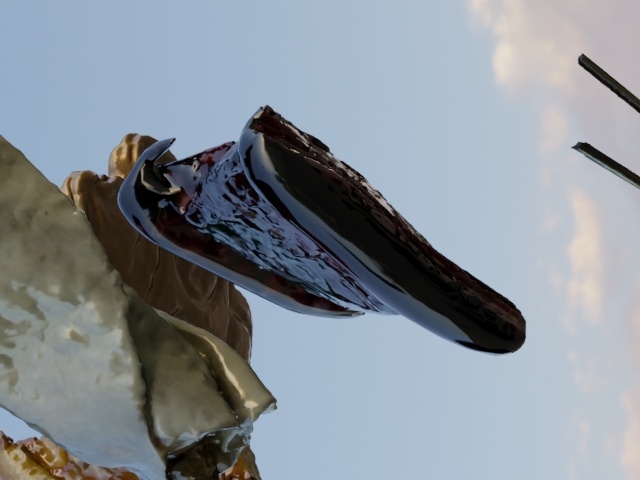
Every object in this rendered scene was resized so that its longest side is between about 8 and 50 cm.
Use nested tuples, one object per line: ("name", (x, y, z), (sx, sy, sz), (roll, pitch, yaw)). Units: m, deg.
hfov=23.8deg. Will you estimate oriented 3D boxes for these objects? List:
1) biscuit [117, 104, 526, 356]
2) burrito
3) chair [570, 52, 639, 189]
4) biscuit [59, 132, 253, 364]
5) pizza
("biscuit", (-0.005, -0.003, 0.723), (0.151, 0.235, 0.063), (39, -106, -15))
("burrito", (-0.184, -0.022, 0.667), (0.392, 0.117, 0.076), (41, -144, -8))
("chair", (0.356, -0.047, 1.174), (0.325, 0.160, 0.170), (34, -144, -16))
("biscuit", (-0.140, 0.049, 1.396), (0.376, 0.051, 0.269), (54, -142, -55))
("pizza", (-0.141, 0.175, 1.142), (0.134, 0.271, 0.056), (-61, -33, -14))
